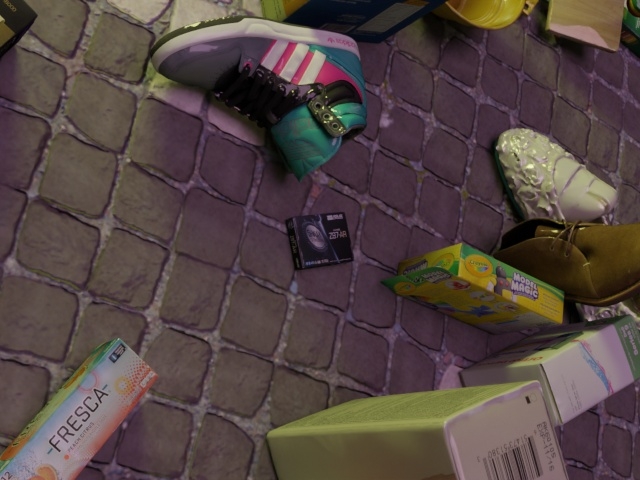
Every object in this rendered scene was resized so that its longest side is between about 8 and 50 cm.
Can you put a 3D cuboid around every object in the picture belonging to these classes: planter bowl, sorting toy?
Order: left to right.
[{"bbox_3d":[0.202,-0.401,1.325,0.217,0.090,0.217,9,74,-33],"label":"planter bowl"},{"bbox_3d":[0.434,-0.392,1.496,0.275,0.046,0.132,14,77,-14],"label":"sorting toy"}]

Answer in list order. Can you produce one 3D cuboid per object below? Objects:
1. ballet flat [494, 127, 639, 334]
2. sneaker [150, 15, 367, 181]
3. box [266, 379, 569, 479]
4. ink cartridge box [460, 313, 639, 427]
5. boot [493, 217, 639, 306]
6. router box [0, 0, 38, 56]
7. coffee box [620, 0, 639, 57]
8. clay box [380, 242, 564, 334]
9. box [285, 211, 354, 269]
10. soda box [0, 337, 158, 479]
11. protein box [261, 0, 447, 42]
[{"bbox_3d":[0.417,-0.008,1.349,0.147,0.147,0.408,-34,98,-36],"label":"ballet flat"},{"bbox_3d":[-0.054,-0.161,1.074,0.296,0.124,0.178,-5,72,-37],"label":"sneaker"},{"bbox_3d":[0.091,0.236,0.949,0.148,0.311,0.121,-14,86,-36],"label":"box"},{"bbox_3d":[0.325,0.182,1.222,0.212,0.154,0.093,-20,90,-36],"label":"ink cartridge box"},{"bbox_3d":[0.349,0.017,1.190,0.115,0.305,0.112,43,62,-14],"label":"boot"},{"bbox_3d":[-0.468,-0.242,0.826,0.309,0.081,0.243,45,57,-17],"label":"router box"},{"bbox_3d":[0.568,-0.413,1.612,0.184,0.040,0.113,29,64,-26],"label":"coffee box"},{"bbox_3d":[0.203,0.064,1.184,0.222,0.127,0.053,25,65,-28],"label":"clay box"},{"bbox_3d":[0.000,0.000,1.127,0.083,0.018,0.067,-6,82,-35],"label":"box"},{"bbox_3d":[-0.248,0.186,0.884,0.063,0.058,0.183,48,56,-15],"label":"soda box"},{"bbox_3d":[0.052,-0.361,1.142,0.200,0.201,0.135,-4,80,-35],"label":"protein box"}]
